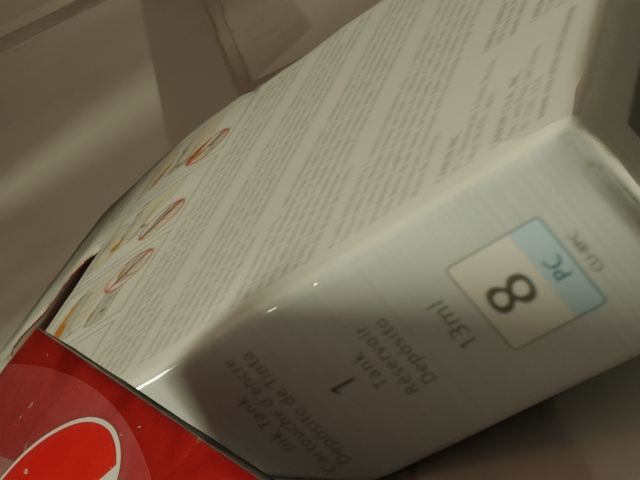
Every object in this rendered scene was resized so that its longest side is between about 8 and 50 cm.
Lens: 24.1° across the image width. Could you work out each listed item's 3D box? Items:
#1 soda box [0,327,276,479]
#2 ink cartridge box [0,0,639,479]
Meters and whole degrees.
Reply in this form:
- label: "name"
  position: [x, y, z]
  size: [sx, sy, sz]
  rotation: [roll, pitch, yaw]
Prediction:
- label: "soda box"
  position: [-0.030, 0.107, 0.396]
  size: [0.092, 0.083, 0.263]
  rotation: [-52, 30, -11]
- label: "ink cartridge box"
  position: [0.000, 0.000, 0.659]
  size: [0.385, 0.091, 0.308]
  rotation: [-33, 18, 31]
